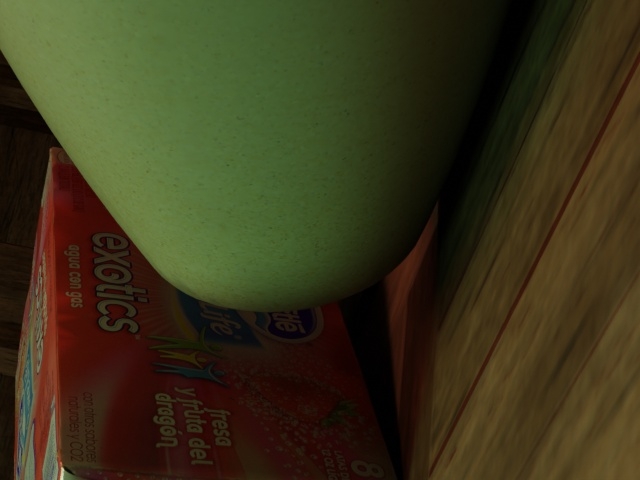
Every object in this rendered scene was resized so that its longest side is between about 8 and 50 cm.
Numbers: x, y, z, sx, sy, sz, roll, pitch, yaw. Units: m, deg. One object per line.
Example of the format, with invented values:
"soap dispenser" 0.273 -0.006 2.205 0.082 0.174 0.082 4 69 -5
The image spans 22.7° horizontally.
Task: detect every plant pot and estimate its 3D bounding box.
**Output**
"plant pot" -0.028 -0.112 0.608 0.256 0.256 0.274 -85 -8 -49

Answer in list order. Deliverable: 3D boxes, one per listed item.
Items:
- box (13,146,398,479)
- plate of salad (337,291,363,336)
"box" -0.072 0.089 0.777 0.300 0.142 0.154 -110 30 -61
"plate of salad" 0.000 0.000 0.949 0.200 0.048 0.200 -168 90 -84
